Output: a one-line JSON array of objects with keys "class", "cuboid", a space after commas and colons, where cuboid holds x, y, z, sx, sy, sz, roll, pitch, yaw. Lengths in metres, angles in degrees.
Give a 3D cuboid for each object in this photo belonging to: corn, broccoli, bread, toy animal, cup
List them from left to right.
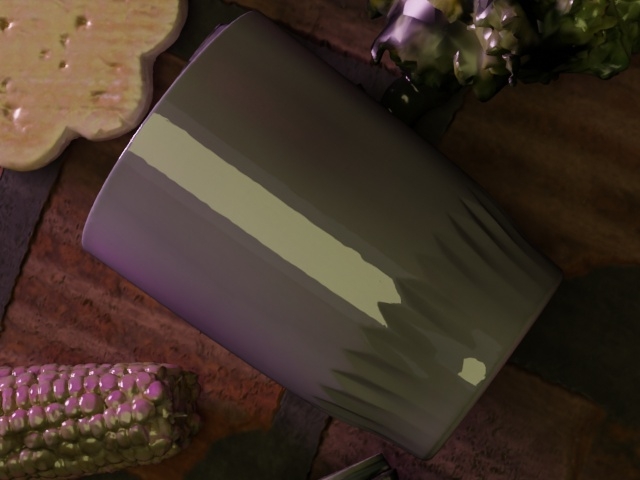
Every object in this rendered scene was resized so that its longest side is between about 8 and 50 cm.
[{"class": "corn", "cuboid": [-0.277, 0.174, 1.743, 0.335, 0.126, 0.126, -3, 94, 9]}, {"class": "bread", "cuboid": [-0.268, -0.219, 1.731, 0.316, 0.054, 0.316, 1, 95, 11]}, {"class": "cup", "cuboid": [0.000, 0.000, 1.589, 0.371, 0.253, 0.253, 36, 102, 6]}, {"class": "toy animal", "cuboid": [0.087, -0.144, 1.662, 0.136, 0.047, 0.065, -41, 91, 8]}, {"class": "broccoli", "cuboid": [0.154, -0.270, 1.500, 0.348, 0.281, 0.293, -38, 69, 27]}]

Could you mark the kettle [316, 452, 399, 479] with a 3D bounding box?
[{"class": "kettle", "cuboid": [0.035, 0.329, 1.684, 0.210, 0.160, 0.243, -32, 80, 42]}]
